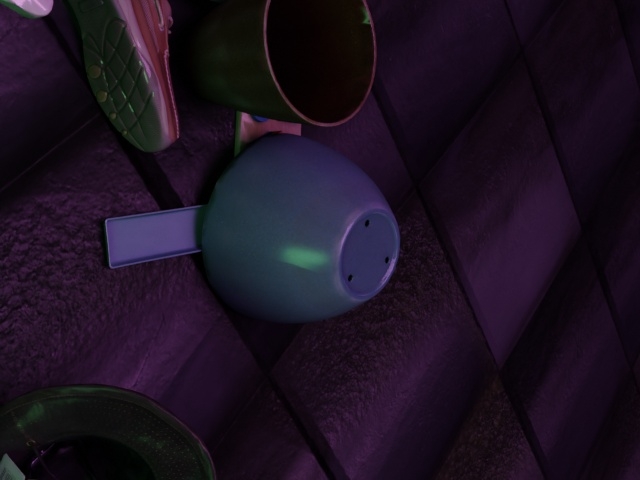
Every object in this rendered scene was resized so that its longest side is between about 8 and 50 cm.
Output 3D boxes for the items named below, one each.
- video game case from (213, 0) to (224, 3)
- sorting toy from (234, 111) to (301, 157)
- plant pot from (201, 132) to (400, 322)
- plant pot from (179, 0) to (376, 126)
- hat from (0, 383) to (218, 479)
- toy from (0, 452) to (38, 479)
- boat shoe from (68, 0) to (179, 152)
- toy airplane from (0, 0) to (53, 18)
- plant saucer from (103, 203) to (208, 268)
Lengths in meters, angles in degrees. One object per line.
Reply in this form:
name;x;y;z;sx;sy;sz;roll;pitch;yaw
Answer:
video game case;-0.107;-0.483;1.289;0.329;0.036;0.299;7;86;-34
sorting toy;-0.068;-0.160;1.387;0.132;0.046;0.274;4;89;-48
plant pot;0.000;0.000;1.320;0.290;0.196;0.290;-18;116;-43
plant pot;-0.079;-0.257;1.234;0.215;0.231;0.215;-2;92;-47
hat;-0.272;0.294;1.065;0.134;0.332;0.331;-82;163;-77
toy;-0.341;0.368;0.975;0.056;0.137;0.237;12;107;-54
boat shoe;-0.237;-0.274;1.144;0.116;0.123;0.324;-35;118;-44
toy airplane;-0.284;-0.427;0.900;0.386;0.273;0.384;-34;100;-51
plant saucer;-0.219;-0.009;1.246;0.192;0.018;0.067;-12;100;-48
